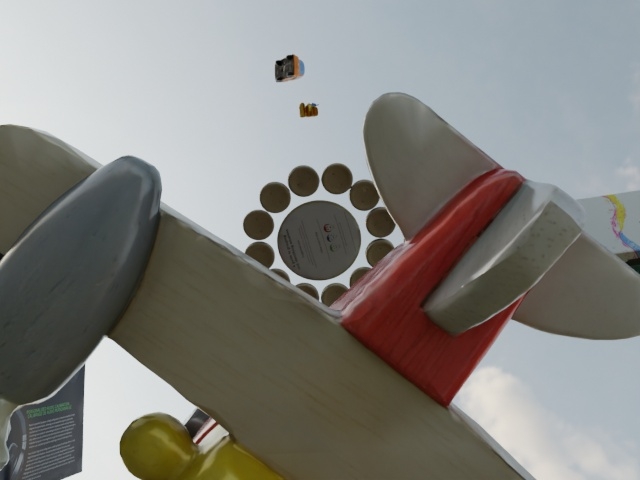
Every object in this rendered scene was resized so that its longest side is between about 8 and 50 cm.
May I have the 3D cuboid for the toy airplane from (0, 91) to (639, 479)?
[{"bbox_3d":[0.001,0.116,0.387,0.386,0.272,0.384,-2,-68,20],"label":"toy airplane"}]

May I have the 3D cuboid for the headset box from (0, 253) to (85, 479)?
[{"bbox_3d":[-0.352,0.073,0.661,0.246,0.131,0.283,0,-96,14],"label":"headset box"}]

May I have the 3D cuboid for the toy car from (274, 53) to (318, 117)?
[{"bbox_3d":[-0.036,-0.232,1.126,0.060,0.040,0.122,-34,-115,50],"label":"toy car"}]

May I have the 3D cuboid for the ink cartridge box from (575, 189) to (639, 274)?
[{"bbox_3d":[0.435,-0.001,1.041,0.231,0.134,0.078,-9,-51,7],"label":"ink cartridge box"}]

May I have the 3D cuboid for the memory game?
[{"bbox_3d":[0.000,0.000,0.850,0.186,0.012,0.186,-1,-72,-5],"label":"memory game"}]
